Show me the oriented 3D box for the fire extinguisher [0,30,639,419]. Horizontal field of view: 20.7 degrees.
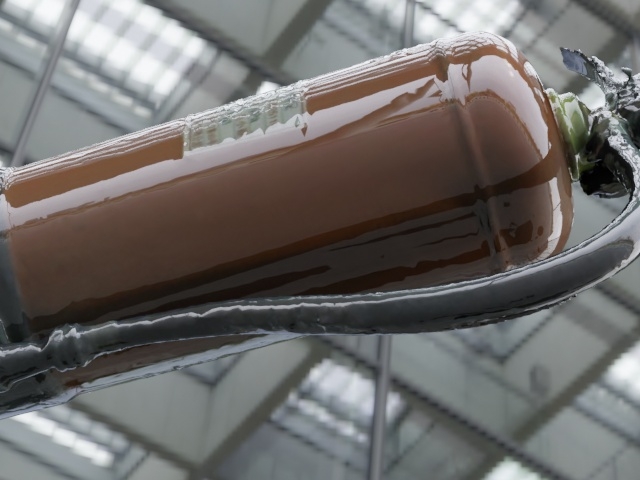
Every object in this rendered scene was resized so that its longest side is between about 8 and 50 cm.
[{"bbox_3d":[0.002,0.006,0.772,0.376,0.200,0.113,-17,-44,4],"label":"fire extinguisher"}]
